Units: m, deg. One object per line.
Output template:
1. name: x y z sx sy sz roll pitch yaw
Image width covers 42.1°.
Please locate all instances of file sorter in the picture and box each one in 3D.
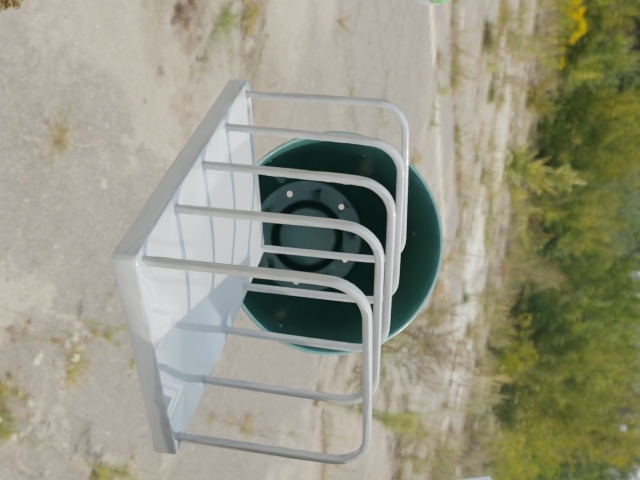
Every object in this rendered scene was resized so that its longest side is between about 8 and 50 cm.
1. file sorter: -0.024 0.016 0.689 0.278 0.173 0.193 -72 164 -53

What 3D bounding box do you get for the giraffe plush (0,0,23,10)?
1. giraffe plush: -0.548 -0.453 1.339 0.181 0.210 0.171 -32 119 -45

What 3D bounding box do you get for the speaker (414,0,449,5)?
1. speaker: 0.151 -0.405 1.143 0.296 0.131 0.131 -32 130 -78

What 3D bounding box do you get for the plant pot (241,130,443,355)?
1. plant pot: 0.000 0.000 1.189 0.235 0.292 0.293 -166 -95 -80

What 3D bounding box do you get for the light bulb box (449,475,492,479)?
1. light bulb box: -0.010 0.381 0.636 0.358 0.225 0.361 -48 146 20
